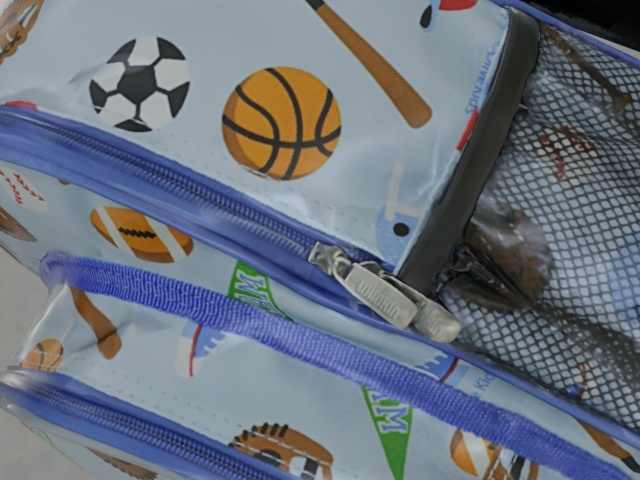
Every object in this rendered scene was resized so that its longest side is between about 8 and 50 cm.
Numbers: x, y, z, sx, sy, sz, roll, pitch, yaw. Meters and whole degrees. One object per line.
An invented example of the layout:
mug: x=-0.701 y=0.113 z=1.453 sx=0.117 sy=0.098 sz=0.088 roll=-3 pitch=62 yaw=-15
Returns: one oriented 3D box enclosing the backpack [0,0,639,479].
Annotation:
backpack: x=0.000 y=0.000 z=0.463 sx=0.213 sy=0.263 sz=0.276 roll=-59 pitch=6 yaw=-19
